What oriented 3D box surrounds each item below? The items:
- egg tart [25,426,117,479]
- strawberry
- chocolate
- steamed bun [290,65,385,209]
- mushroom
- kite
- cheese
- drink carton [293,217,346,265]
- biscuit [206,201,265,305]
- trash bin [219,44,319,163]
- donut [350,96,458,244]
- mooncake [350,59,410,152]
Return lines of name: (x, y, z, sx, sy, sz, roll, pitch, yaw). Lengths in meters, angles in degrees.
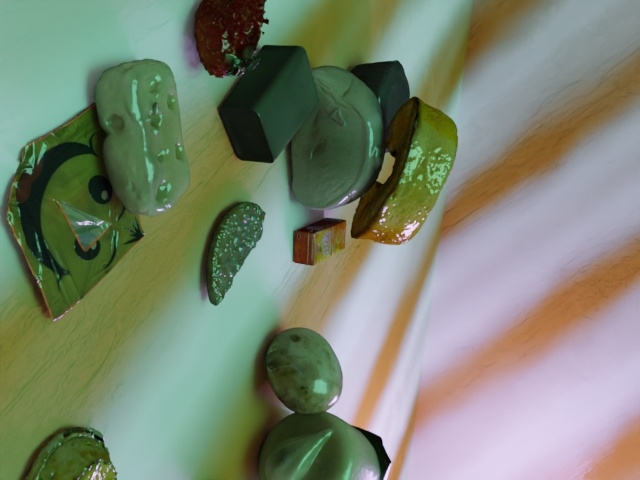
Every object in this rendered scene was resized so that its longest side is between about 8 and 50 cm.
egg tart: (-0.403, 0.421, 1.104, 0.212, 0.090, 0.212, 5, 90, -70)
strawberry: (-0.190, -0.429, 1.314, 0.107, 0.175, 0.236, 20, 39, -36)
chocolate: (-0.004, 0.598, 1.801, 0.326, 0.314, 0.297, -63, 146, -35)
steamed bun: (0.065, -0.271, 1.794, 0.247, 0.236, 0.383, -39, 133, -67)
mushroom: (-0.049, 0.348, 1.777, 0.255, 0.184, 0.255, 26, 49, -34)
kite: (-0.384, -0.049, 1.101, 0.327, 0.013, 0.377, 37, 60, -64)
cheese: (-0.300, -0.175, 1.149, 0.159, 0.093, 0.263, -41, 132, -60)
drink carton: (0.000, 0.000, 1.933, 0.223, 0.071, 0.096, -25, 121, -63)
biscuit: (-0.199, 0.000, 1.512, 0.290, 0.038, 0.141, -62, 149, -43)
trash bin: (-0.116, -0.313, 1.521, 0.240, 0.122, 0.164, -61, 148, -37)
donut: (0.245, -0.174, 1.857, 0.377, 0.163, 0.435, -123, -125, -80)
mooncake: (0.173, -0.424, 2.111, 0.306, 0.154, 0.306, 7, 90, -68)
